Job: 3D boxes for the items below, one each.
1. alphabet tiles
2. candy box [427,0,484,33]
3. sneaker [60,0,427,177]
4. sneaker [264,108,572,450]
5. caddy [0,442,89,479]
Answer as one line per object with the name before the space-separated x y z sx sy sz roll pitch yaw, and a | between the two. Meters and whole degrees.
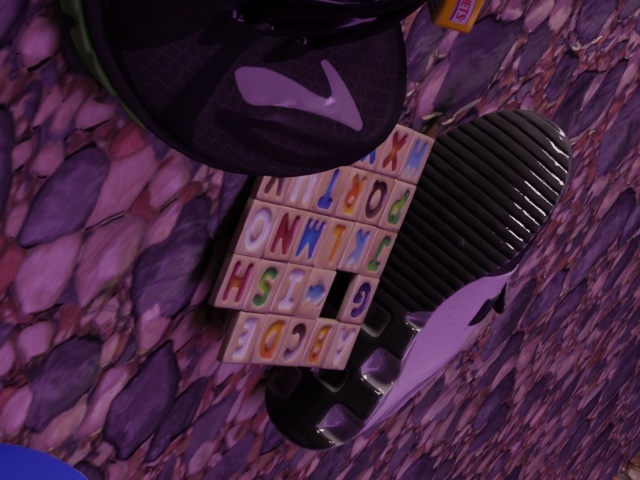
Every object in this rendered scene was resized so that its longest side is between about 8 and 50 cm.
alphabet tiles | 0.000 0.000 1.290 0.237 0.009 0.198 11 102 -63
candy box | 0.083 -0.208 1.015 0.206 0.027 0.105 -96 -156 -58
sneaker | -0.007 -0.152 0.808 0.185 0.202 0.483 -48 159 -17
sneaker | 0.090 0.029 1.457 0.330 0.122 0.146 -49 161 13
caddy | -0.245 0.131 0.620 0.341 0.241 0.179 8 109 -46
